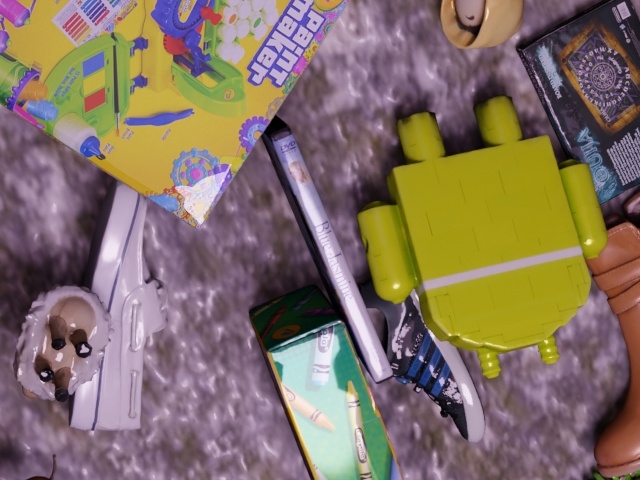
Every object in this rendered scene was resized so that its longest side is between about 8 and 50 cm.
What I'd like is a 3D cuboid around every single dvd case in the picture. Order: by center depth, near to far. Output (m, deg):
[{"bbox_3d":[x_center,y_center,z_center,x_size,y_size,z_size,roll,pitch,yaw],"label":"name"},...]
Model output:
[{"bbox_3d":[0.000,0.000,1.308,0.022,0.180,0.253,-24,103,-3],"label":"dvd case"}]

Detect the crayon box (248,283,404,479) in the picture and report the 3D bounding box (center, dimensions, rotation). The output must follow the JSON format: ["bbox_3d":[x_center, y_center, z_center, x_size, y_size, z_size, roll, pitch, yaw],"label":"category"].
[{"bbox_3d":[0.019,0.197,1.354,0.081,0.165,0.278,-22,103,-5],"label":"crayon box"}]

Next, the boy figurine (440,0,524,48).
[{"bbox_3d":[0.130,-0.312,1.293,0.092,0.177,0.285,-36,131,-24],"label":"boy figurine"}]

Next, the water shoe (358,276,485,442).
[{"bbox_3d":[0.101,0.123,1.408,0.080,0.073,0.203,-25,93,-1],"label":"water shoe"}]

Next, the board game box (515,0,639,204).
[{"bbox_3d":[0.295,-0.144,1.411,0.126,0.026,0.186,-28,103,-3],"label":"board game box"}]

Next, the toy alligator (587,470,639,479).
[{"bbox_3d":[0.294,0.278,1.469,0.189,0.056,0.051,-34,103,-2],"label":"toy alligator"}]

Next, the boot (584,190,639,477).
[{"bbox_3d":[0.338,0.087,1.420,0.283,0.109,0.220,-43,100,5],"label":"boot"}]

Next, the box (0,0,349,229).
[{"bbox_3d":[-0.152,-0.212,1.249,0.279,0.177,0.290,34,92,-13],"label":"box"}]

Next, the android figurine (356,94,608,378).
[{"bbox_3d":[0.167,-0.003,1.358,0.248,0.056,0.273,-14,82,-11],"label":"android figurine"}]

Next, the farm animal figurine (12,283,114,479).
[{"bbox_3d":[-0.387,0.161,1.271,0.330,0.172,0.327,14,103,-15],"label":"farm animal figurine"}]

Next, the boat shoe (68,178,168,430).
[{"bbox_3d":[-0.190,0.065,1.343,0.084,0.095,0.258,8,109,-15],"label":"boat shoe"}]
